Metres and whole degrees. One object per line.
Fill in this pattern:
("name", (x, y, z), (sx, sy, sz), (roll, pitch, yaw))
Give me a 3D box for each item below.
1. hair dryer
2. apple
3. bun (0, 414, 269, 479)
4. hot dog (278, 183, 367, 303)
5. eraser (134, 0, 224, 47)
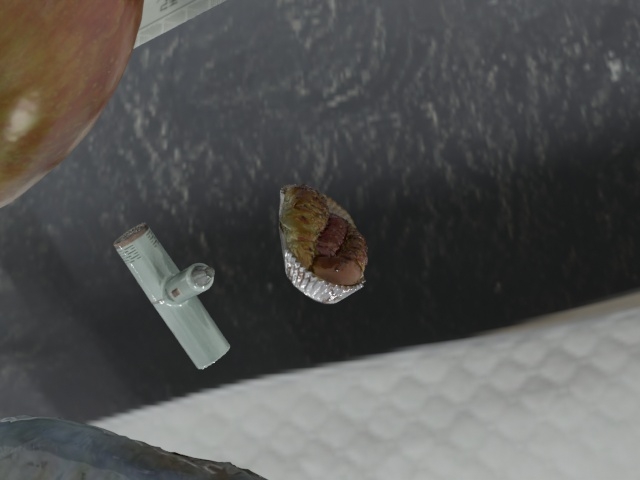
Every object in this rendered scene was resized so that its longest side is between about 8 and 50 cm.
("hair dryer", (-0.117, 0.057, 1.414), (0.044, 0.183, 0.155), (-40, 107, -19))
("apple", (-0.268, -0.141, 1.006), (0.277, 0.250, 0.309), (15, 150, -5))
("bun", (-0.130, 0.268, 0.784), (0.362, 0.362, 0.211), (-2, 164, -1))
("hot dog", (0.000, 0.000, 1.485), (0.099, 0.192, 0.053), (23, 113, -12))
("eraser", (-0.143, -0.302, 1.586), (0.404, 0.096, 0.098), (-34, 146, -33))
